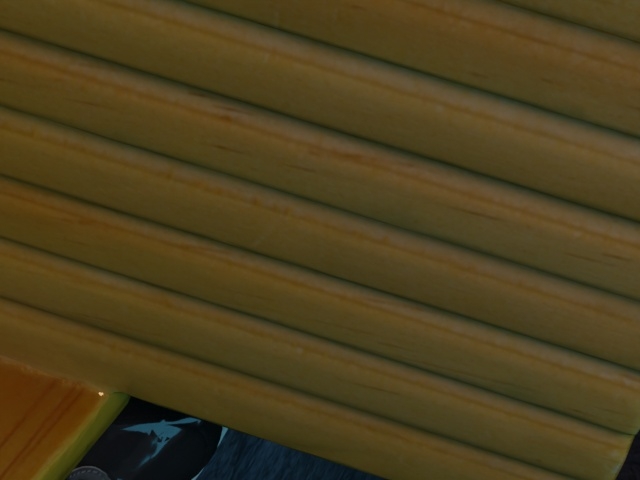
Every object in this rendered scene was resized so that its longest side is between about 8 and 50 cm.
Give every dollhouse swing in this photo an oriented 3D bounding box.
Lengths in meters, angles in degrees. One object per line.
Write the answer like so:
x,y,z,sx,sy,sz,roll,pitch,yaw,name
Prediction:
-0.075,0.040,0.607,0.315,0.305,0.347,-51,165,-36,dollhouse swing

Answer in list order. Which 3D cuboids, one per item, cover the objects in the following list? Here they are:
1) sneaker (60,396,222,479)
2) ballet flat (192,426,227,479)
-0.140,0.155,0.790,0.283,0.124,0.107,-29,143,-25,sneaker
-0.078,-0.015,0.902,0.139,0.139,0.400,-37,153,-59,ballet flat
